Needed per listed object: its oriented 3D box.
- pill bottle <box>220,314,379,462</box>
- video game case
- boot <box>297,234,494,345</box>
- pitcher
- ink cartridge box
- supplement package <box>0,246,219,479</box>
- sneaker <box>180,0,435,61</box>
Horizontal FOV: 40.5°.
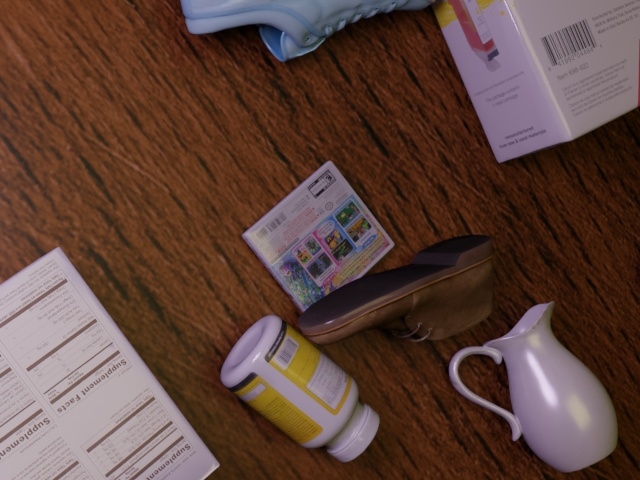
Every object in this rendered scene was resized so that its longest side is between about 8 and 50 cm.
[{"bbox_3d":[-0.021,0.181,1.030,0.184,0.103,0.103,41,70,-14],"label":"pill bottle"},{"bbox_3d":[0.000,0.000,1.107,0.157,0.019,0.143,-42,101,-23],"label":"video game case"},{"bbox_3d":[0.111,0.088,1.091,0.305,0.112,0.115,-19,105,-32],"label":"boot"},{"bbox_3d":[0.286,0.210,1.161,0.177,0.125,0.207,-27,84,-3],"label":"pitcher"},{"bbox_3d":[0.315,-0.342,1.206,0.279,0.160,0.385,-26,94,-24],"label":"ink cartridge box"},{"bbox_3d":[-0.276,0.176,0.867,0.198,0.199,0.263,-38,99,-23],"label":"supplement package"},{"bbox_3d":[-0.013,-0.303,1.100,0.365,0.135,0.150,-1,115,-29],"label":"sneaker"}]
